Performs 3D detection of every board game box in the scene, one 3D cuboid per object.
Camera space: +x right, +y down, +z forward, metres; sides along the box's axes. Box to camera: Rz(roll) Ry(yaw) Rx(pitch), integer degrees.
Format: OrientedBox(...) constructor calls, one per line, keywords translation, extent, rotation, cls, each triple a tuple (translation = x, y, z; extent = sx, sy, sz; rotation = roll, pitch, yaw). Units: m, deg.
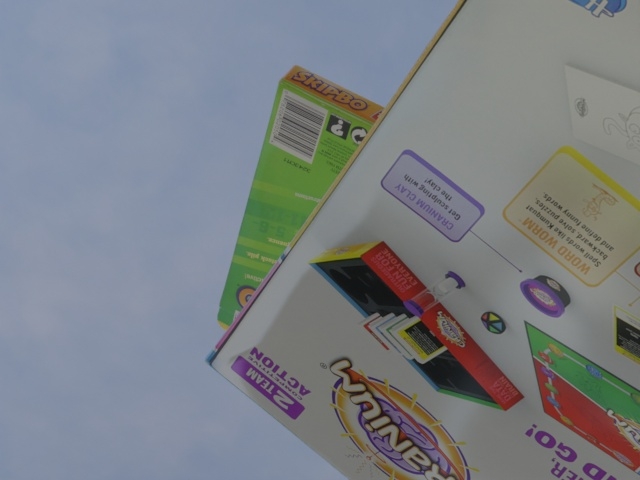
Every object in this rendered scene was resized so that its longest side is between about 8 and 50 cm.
OrientedBox(translation=(0.109, 0.034, 0.486), extent=(0.242, 0.316, 0.064), rotation=(39, -130, 2), cls="board game box")
OrientedBox(translation=(0.000, 0.000, 0.948), extent=(0.124, 0.259, 0.039), rotation=(27, -140, 9), cls="board game box")
